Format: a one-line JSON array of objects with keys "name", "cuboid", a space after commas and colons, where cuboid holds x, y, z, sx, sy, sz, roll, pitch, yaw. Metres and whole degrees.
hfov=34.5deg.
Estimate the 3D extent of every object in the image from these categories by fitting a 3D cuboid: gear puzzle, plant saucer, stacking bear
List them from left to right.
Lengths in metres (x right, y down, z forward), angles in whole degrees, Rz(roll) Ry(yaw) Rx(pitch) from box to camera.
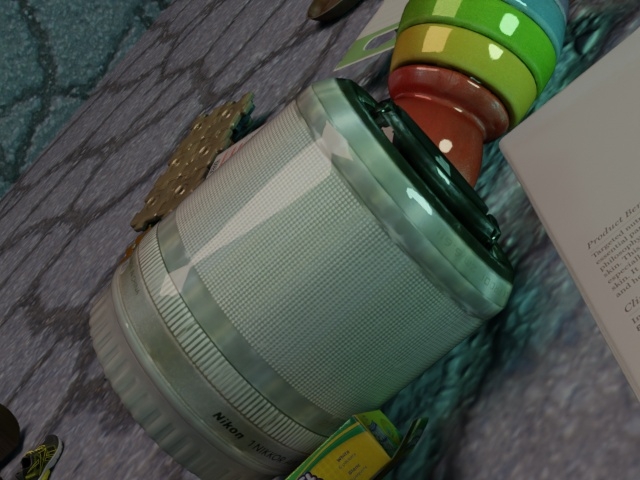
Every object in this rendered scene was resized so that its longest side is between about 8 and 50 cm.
[{"name": "gear puzzle", "cuboid": [-0.200, -0.078, 1.553, 0.175, 0.044, 0.339, -16, 40, 48]}, {"name": "plant saucer", "cuboid": [0.047, -0.419, 1.710, 0.168, 0.029, 0.168, -37, 25, 20]}, {"name": "stacking bear", "cuboid": [0.128, -0.158, 0.961, 0.175, 0.164, 0.289, 98, -164, -74]}]

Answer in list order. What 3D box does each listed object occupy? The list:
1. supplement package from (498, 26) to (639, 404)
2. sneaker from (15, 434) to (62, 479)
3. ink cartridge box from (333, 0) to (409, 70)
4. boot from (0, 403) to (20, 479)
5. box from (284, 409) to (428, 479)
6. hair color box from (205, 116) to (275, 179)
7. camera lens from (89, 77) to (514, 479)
[{"name": "supplement package", "cuboid": [0.233, 0.012, 0.422, 0.199, 0.198, 0.263, -40, 23, 16]}, {"name": "sneaker", "cuboid": [-0.329, 0.255, 1.208, 0.031, 0.035, 0.083, -34, 25, 25]}, {"name": "ink cartridge box", "cuboid": [0.135, -0.301, 1.322, 0.171, 0.056, 0.235, -9, 45, 56]}, {"name": "boot", "cuboid": [-0.487, 0.329, 1.257, 0.220, 0.109, 0.283, -41, 20, 7]}, {"name": "box", "cuboid": [-0.003, 0.174, 0.700, 0.179, 0.043, 0.105, -42, -14, 4]}, {"name": "hair color box", "cuboid": [-0.091, -0.113, 1.410, 0.141, 0.043, 0.072, -28, 28, 35]}, {"name": "camera lens", "cuboid": [-0.010, 0.030, 0.787, 0.274, 0.219, 0.219, -41, 23, 12]}]
